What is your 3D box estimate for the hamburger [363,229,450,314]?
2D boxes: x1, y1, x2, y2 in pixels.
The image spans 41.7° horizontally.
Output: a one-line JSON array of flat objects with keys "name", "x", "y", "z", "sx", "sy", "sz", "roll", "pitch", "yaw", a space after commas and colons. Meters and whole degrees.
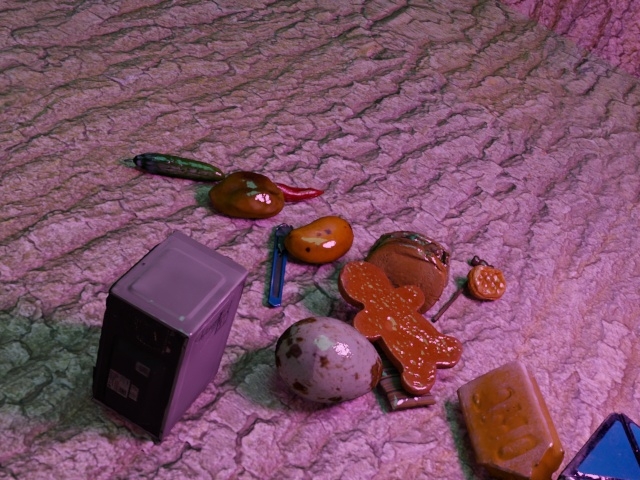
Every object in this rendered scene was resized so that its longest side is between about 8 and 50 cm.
[{"name": "hamburger", "x": 0.189, "y": 0.068, "z": 1.927, "sx": 0.215, "sy": 0.189, "sz": 0.122, "roll": 7, "pitch": 31, "yaw": 7}]

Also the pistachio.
[{"name": "pistachio", "x": -0.175, "y": -0.106, "z": 2.037, "sx": 0.190, "sy": 0.100, "sz": 0.110, "roll": 11, "pitch": 36, "yaw": -13}]

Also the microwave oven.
[{"name": "microwave oven", "x": -0.282, "y": 0.168, "z": 1.514, "sx": 0.181, "sy": 0.295, "sz": 0.237, "roll": 29, "pitch": 40, "yaw": 10}]

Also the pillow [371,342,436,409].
[{"name": "pillow", "x": 0.156, "y": 0.273, "z": 1.785, "sx": 0.113, "sy": 0.038, "sz": 0.203, "roll": -1, "pitch": 44, "yaw": -28}]

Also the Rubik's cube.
[{"name": "Rubik's cube", "x": 0.524, "y": 0.508, "z": 1.493, "sx": 0.259, "sy": 0.254, "sz": 0.260, "roll": 37, "pitch": 42, "yaw": 21}]

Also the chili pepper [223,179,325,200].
[{"name": "chili pepper", "x": -0.115, "y": -0.127, "z": 2.134, "sx": 0.268, "sy": 0.059, "sz": 0.050, "roll": 8, "pitch": 78, "yaw": -19}]

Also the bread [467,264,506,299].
[{"name": "bread", "x": 0.408, "y": 0.106, "z": 2.063, "sx": 0.111, "sy": 0.044, "sz": 0.083, "roll": 10, "pitch": 67, "yaw": -31}]

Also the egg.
[{"name": "egg", "x": 0.019, "y": 0.239, "z": 1.666, "sx": 0.231, "sy": 0.169, "sz": 0.169, "roll": 18, "pitch": 37, "yaw": -22}]

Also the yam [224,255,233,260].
[{"name": "yam", "x": -0.257, "y": 0.073, "z": 1.817, "sx": 0.147, "sy": 0.069, "sz": 0.069, "roll": -10, "pitch": 48, "yaw": -34}]

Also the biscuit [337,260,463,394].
[{"name": "biscuit", "x": 0.156, "y": 0.173, "z": 1.810, "sx": 0.205, "sy": 0.049, "sz": 0.324, "roll": -33, "pitch": 72, "yaw": -35}]

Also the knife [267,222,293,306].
[{"name": "knife", "x": -0.092, "y": 0.050, "z": 1.950, "sx": 0.044, "sy": 0.026, "sz": 0.296, "roll": 23, "pitch": 37, "yaw": -16}]

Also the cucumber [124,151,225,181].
[{"name": "cucumber", "x": -0.360, "y": -0.186, "z": 2.088, "sx": 0.250, "sy": 0.056, "sz": 0.056, "roll": 10, "pitch": 40, "yaw": -16}]

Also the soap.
[{"name": "soap", "x": 0.378, "y": 0.377, "z": 1.660, "sx": 0.080, "sy": 0.160, "sz": 0.257, "roll": 44, "pitch": 22, "yaw": -36}]

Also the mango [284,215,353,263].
[{"name": "mango", "x": 0.003, "y": 0.002, "z": 1.994, "sx": 0.178, "sy": 0.090, "sz": 0.115, "roll": -22, "pitch": 57, "yaw": -41}]

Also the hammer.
[{"name": "hammer", "x": 0.342, "y": 0.121, "z": 2.056, "sx": 0.058, "sy": 0.029, "sz": 0.292, "roll": 33, "pitch": 42, "yaw": 18}]
